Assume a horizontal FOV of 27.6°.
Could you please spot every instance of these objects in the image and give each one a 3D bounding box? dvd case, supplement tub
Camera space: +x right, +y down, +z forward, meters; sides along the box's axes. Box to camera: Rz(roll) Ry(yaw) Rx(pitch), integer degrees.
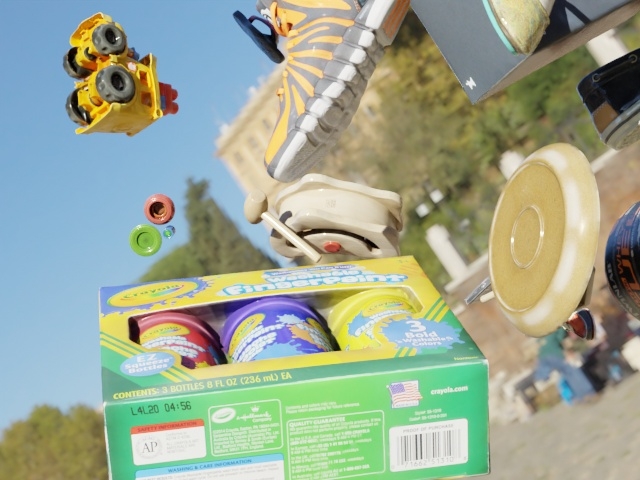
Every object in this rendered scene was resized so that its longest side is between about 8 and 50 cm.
[{"bbox_3d":[0.407,0.059,2.570,0.221,0.018,0.164,-12,-26,-37],"label":"dvd case"},{"bbox_3d":[0.487,0.016,1.697,0.193,0.194,0.316,-33,-6,-9],"label":"supplement tub"}]

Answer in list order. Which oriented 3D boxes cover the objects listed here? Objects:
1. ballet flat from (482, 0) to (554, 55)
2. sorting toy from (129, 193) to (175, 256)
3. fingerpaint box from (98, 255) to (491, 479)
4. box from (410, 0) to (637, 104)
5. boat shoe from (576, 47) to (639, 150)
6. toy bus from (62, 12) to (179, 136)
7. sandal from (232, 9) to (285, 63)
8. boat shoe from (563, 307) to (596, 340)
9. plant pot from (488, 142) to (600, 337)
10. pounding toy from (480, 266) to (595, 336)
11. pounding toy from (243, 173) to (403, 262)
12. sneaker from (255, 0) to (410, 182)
[{"bbox_3d":[0.274,-0.361,1.813,0.123,0.123,0.348,-36,21,15],"label":"ballet flat"},{"bbox_3d":[-0.254,-0.023,2.024,0.102,0.061,0.042,-63,2,11],"label":"sorting toy"},{"bbox_3d":[-0.050,0.166,1.644,0.444,0.163,0.371,-5,19,-8],"label":"fingerpaint box"},{"bbox_3d":[0.362,-0.461,2.176,0.395,0.293,0.212,-30,-4,-25],"label":"box"},{"bbox_3d":[0.683,-0.359,2.388,0.500,0.156,0.187,-35,-17,-7],"label":"boat shoe"},{"bbox_3d":[-0.381,-0.316,2.571,0.211,0.220,0.149,5,-21,-39],"label":"toy bus"},{"bbox_3d":[-0.096,-0.345,2.148,0.040,0.067,0.179,-36,37,-2],"label":"sandal"},{"bbox_3d":[0.399,0.122,2.094,0.043,0.049,0.137,0,25,-17],"label":"boat shoe"},{"bbox_3d":[0.257,-0.003,1.559,0.032,0.236,0.236,9,-25,-19],"label":"plant pot"},{"bbox_3d":[0.310,0.064,1.881,0.130,0.100,0.141,-25,-30,-8],"label":"pounding toy"},{"bbox_3d":[0.000,0.000,2.047,0.269,0.155,0.154,13,-30,-10],"label":"pounding toy"},{"bbox_3d":[-0.026,-0.245,1.763,0.321,0.180,0.124,-60,-15,-4],"label":"sneaker"}]
